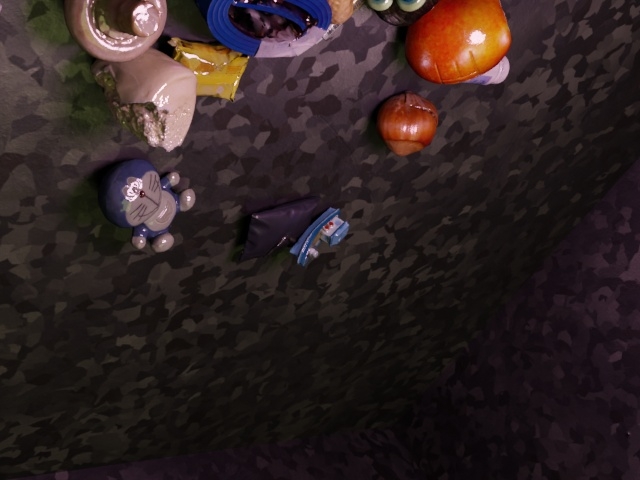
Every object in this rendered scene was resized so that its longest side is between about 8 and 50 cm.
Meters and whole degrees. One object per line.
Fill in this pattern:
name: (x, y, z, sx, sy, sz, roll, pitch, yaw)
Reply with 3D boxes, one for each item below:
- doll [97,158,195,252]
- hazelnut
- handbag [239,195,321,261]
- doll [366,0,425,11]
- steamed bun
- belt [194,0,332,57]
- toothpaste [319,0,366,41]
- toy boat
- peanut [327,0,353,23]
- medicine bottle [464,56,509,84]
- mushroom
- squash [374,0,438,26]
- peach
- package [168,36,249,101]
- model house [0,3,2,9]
doll: (-0.457, -0.102, 2.066, 0.228, 0.154, 0.258, -63, 156, -13)
hazelnut: (0.247, -0.335, 2.318, 0.182, 0.182, 0.182, -21, 144, -16)
handbag: (-0.126, -0.033, 2.460, 0.254, 0.088, 0.211, -17, 146, -34)
doll: (0.169, -0.671, 1.745, 0.186, 0.199, 0.321, -20, 111, -69)
steamed bun: (-0.403, -0.323, 1.762, 0.170, 0.226, 0.199, -29, 144, -59)
belt: (-0.130, -0.521, 1.776, 0.347, 0.117, 0.212, 1, 141, -50)
toothpaste: (0.058, -0.563, 1.989, 0.204, 0.031, 0.049, -42, 147, 10)
toy boat: (0.000, 0.000, 2.507, 0.238, 0.098, 0.109, -45, 161, -33)
peanut: (0.045, -0.601, 1.872, 0.108, 0.095, 0.226, -17, 144, -20)
medicine bottle: (0.447, -0.501, 2.304, 0.187, 0.102, 0.102, -3, 136, -36)
mushroom: (-0.400, -0.451, 1.628, 0.206, 0.209, 0.206, -43, 162, -17)
squash: (0.212, -0.604, 1.922, 0.193, 0.193, 0.155, -31, 118, -2)
peach: (0.342, -0.542, 2.077, 0.275, 0.248, 0.245, -23, 112, 10)
package: (-0.272, -0.401, 1.882, 0.226, 0.090, 0.168, -6, 135, -37)
model house: (-0.681, -0.432, 1.543, 0.100, 0.088, 0.100, -48, -176, -35)
